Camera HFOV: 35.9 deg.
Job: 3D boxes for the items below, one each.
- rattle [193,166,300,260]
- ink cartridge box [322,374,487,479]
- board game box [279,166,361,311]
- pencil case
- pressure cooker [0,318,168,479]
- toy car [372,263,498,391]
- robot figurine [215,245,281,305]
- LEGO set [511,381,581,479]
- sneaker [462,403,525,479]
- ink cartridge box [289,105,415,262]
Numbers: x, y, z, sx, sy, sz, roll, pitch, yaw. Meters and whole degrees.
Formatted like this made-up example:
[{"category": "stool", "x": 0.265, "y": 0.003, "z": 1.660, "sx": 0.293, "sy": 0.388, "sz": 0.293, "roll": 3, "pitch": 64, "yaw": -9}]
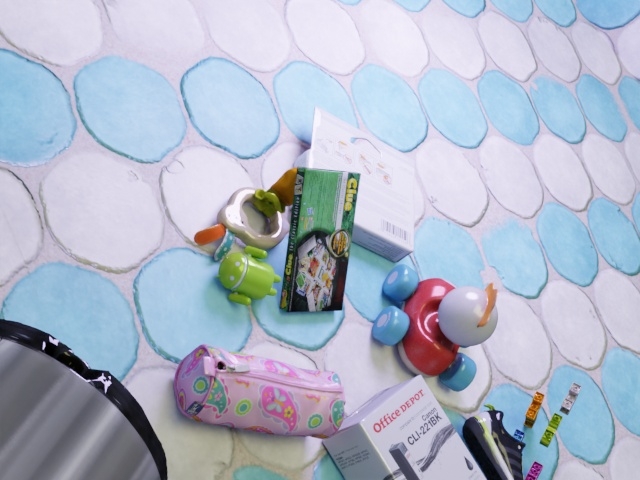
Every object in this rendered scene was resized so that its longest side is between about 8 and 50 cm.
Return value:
[{"category": "rattle", "x": -0.111, "y": -0.047, "z": 1.745, "sx": 0.199, "sy": 0.142, "sz": 0.130, "roll": -14, "pitch": 89, "yaw": -50}, {"category": "ink cartridge box", "x": 0.158, "y": 0.401, "z": 1.719, "sx": 0.197, "sy": 0.114, "sz": 0.273, "roll": -28, "pitch": 84, "yaw": -46}, {"category": "board game box", "x": 0.000, "y": 0.000, "z": 1.789, "sx": 0.136, "sy": 0.030, "sz": 0.260, "roll": 3, "pitch": 98, "yaw": -38}, {"category": "pencil case", "x": -0.094, "y": 0.246, "z": 1.591, "sx": 0.284, "sy": 0.124, "sz": 0.124, "roll": 18, "pitch": 54, "yaw": -34}, {"category": "pressure cooker", "x": -0.414, "y": 0.338, "z": 1.075, "sx": 0.375, "sy": 0.370, "sz": 0.420, "roll": 41, "pitch": 41, "yaw": -9}, {"category": "toy car", "x": 0.263, "y": 0.137, "z": 1.883, "sx": 0.219, "sy": 0.238, "sz": 0.210, "roll": 36, "pitch": 46, "yaw": -20}, {"category": "robot figurine", "x": -0.127, "y": 0.062, "z": 1.712, "sx": 0.115, "sy": 0.067, "sz": 0.101, "roll": 24, "pitch": 81, "yaw": -30}, {"category": "LEGO set", "x": 0.437, "y": 0.385, "z": 1.993, "sx": 0.087, "sy": 0.093, "sz": 0.227, "roll": 27, "pitch": 71, "yaw": 19}, {"category": "sneaker", "x": 0.364, "y": 0.424, "z": 1.886, "sx": 0.097, "sy": 0.084, "sz": 0.235, "roll": -23, "pitch": 81, "yaw": -21}, {"category": "ink cartridge box", "x": 0.071, "y": -0.113, "z": 1.999, "sx": 0.275, "sy": 0.060, "sz": 0.239, "roll": 25, "pitch": 50, "yaw": -27}]
